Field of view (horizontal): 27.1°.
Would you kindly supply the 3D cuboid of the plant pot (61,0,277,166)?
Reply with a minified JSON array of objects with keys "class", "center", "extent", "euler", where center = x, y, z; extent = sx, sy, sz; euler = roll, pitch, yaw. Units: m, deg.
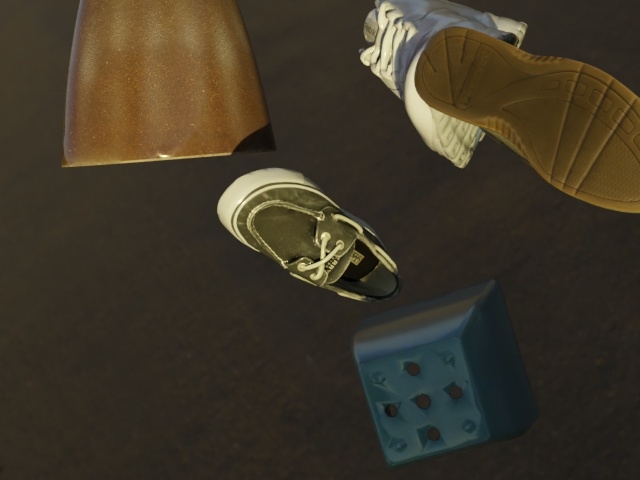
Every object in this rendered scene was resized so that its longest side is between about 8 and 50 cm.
[{"class":"plant pot","center":[-0.159,-0.195,1.318],"extent":[0.215,0.230,0.215],"euler":[-4,5,0]}]

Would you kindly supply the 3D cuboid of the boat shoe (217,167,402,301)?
[{"class":"boat shoe","center":[0.000,0.000,1.177],"extent":[0.078,0.219,0.070],"euler":[-51,50,13]}]

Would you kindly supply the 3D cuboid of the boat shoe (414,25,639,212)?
[{"class":"boat shoe","center":[0.110,-0.057,0.605],"extent":[0.152,0.049,0.056],"euler":[39,109,39]}]

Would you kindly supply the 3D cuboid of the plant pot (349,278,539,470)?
[{"class":"plant pot","center":[0.121,0.150,1.381],"extent":[0.165,0.165,0.234],"euler":[-17,0,12]}]

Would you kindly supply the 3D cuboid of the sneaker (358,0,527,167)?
[{"class":"sneaker","center":[0.086,-0.139,1.053],"extent":[0.297,0.129,0.111],"euler":[-54,-13,-75]}]
